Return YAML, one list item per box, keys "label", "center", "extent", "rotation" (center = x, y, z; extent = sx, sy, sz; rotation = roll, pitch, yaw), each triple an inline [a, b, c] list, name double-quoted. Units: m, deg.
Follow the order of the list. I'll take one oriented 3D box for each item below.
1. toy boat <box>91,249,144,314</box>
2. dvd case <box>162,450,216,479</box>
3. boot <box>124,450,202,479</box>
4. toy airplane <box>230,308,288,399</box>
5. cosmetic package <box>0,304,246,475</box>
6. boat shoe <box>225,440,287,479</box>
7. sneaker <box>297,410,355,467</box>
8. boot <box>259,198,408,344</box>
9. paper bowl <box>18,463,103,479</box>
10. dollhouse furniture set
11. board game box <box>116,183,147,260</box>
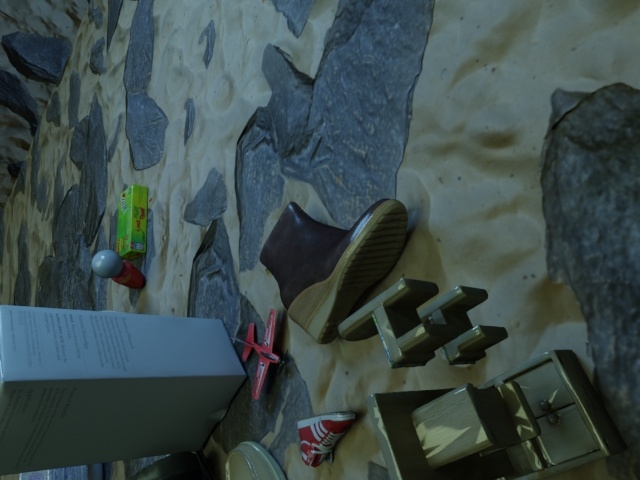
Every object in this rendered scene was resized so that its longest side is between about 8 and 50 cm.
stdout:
- label: "toy boat"
  center: [-0.492, 0.186, 1.168]
  extent: [0.268, 0.148, 0.318]
  rotation: [-4, 64, 17]
- label: "dvd case"
  center: [-0.251, 0.480, 0.969]
  extent: [0.221, 0.018, 0.164]
  rotation: [39, 111, 46]
- label: "boot"
  center: [-0.290, 0.632, 0.812]
  extent: [0.367, 0.146, 0.445]
  rotation: [-35, 60, 14]
- label: "toy airplane"
  center: [-0.102, 0.185, 0.858]
  extent: [0.151, 0.028, 0.151]
  rotation: [-16, 69, 46]
- label: "cosmetic package"
  center: [-0.345, 0.244, 0.851]
  extent: [0.217, 0.385, 0.156]
  rotation: [-56, 47, 20]
- label: "boat shoe"
  center: [-0.094, 0.429, 0.735]
  extent: [0.109, 0.098, 0.302]
  rotation: [-55, 41, 26]
- label: "sneaker"
  center: [0.010, 0.272, 0.702]
  extent: [0.118, 0.042, 0.067]
  rotation: [-36, 52, 47]
- label: "boot"
  center: [0.000, 0.000, 0.736]
  extent: [0.207, 0.090, 0.248]
  rotation: [52, 123, 39]
- label: "paper bowl"
  center: [-0.654, 0.612, 1.296]
  extent: [0.284, 0.148, 0.284]
  rotation: [-12, 73, 46]
- label: "dollhouse furniture set"
  center: [0.122, 0.173, 0.446]
  extent: [0.161, 0.242, 0.212]
  rotation: [-42, 52, 35]
- label: "board game box"
  center: [-0.493, -0.046, 1.338]
  extent: [0.092, 0.043, 0.181]
  rotation: [-22, 65, 44]
